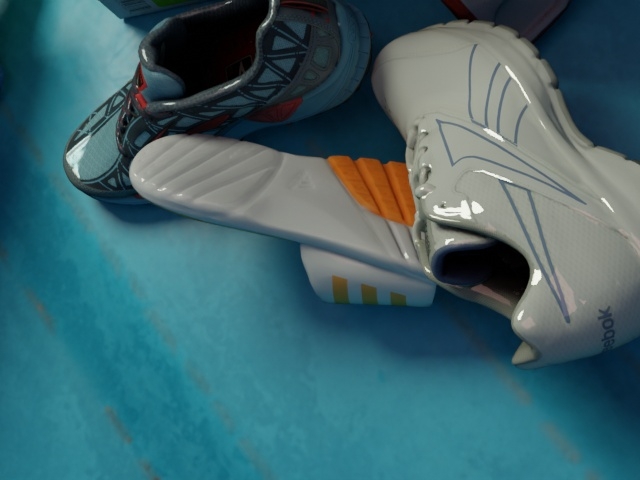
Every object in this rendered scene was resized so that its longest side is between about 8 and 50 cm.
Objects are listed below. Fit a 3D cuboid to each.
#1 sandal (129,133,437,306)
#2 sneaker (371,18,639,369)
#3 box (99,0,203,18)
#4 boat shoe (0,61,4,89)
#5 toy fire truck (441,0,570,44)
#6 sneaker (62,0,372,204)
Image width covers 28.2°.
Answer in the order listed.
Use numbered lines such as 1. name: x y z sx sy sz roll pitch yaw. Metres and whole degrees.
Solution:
1. sandal: 0.001 -0.007 0.860 0.265 0.076 0.102 14 41 4
2. sneaker: 0.102 -0.039 0.781 0.129 0.111 0.297 -21 43 -17
3. box: -0.098 -0.276 0.879 0.231 0.262 0.127 -9 72 18
4. boat shoe: -0.382 -0.107 1.036 0.258 0.109 0.089 -20 62 -4
5. toy fire truck: 0.123 -0.271 0.769 0.254 0.302 0.169 -47 47 8
6. sneaker: -0.100 -0.114 0.896 0.261 0.125 0.104 -28 64 26
